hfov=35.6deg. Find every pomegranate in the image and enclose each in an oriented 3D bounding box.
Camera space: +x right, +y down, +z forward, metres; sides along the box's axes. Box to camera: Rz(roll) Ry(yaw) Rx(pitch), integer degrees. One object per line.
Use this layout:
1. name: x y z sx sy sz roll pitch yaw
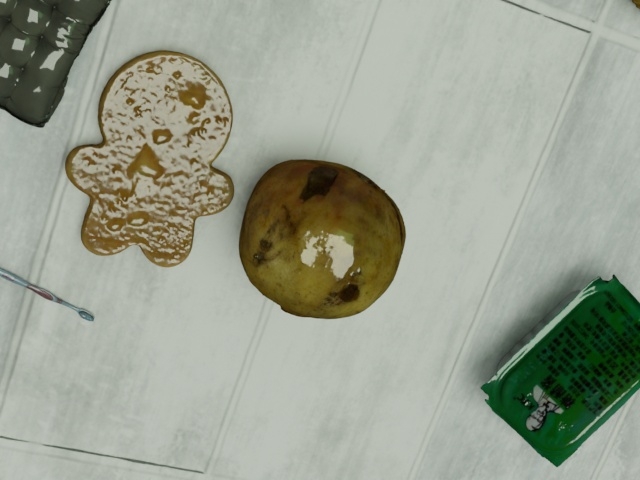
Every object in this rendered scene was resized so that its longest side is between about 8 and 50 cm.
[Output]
1. pomegranate: 0.000 0.000 1.613 0.281 0.281 0.281 -5 111 -13

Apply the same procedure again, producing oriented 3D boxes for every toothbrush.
1. toothbrush: -0.462 0.088 1.658 0.193 0.019 0.013 31 100 -20

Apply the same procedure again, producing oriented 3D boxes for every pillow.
1. pillow: -0.430 -0.349 1.465 0.228 0.101 0.326 29 99 -18

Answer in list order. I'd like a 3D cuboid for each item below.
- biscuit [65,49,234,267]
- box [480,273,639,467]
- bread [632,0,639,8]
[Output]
1. biscuit: -0.268 -0.131 1.609 0.275 0.052 0.355 8 106 -17
2. box: 0.476 0.230 1.901 0.337 0.106 0.264 -44 113 5
3. bread: 0.611 -0.464 1.685 0.199 0.104 0.199 -3 107 -9
